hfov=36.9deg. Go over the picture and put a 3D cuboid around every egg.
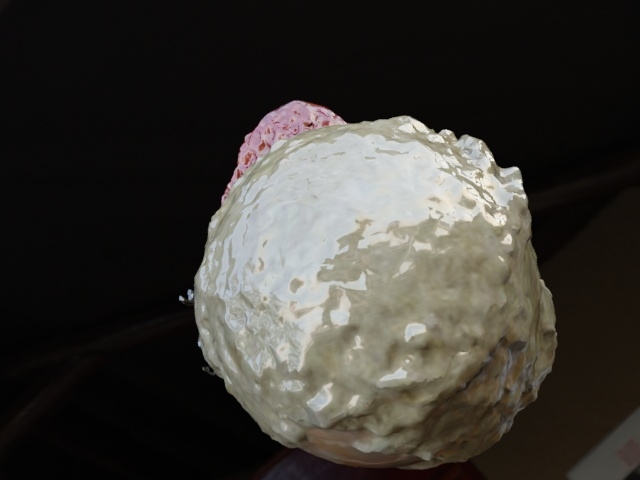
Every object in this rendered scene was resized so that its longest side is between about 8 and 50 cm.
[{"bbox_3d":[0.039,0.034,0.724,0.279,0.310,0.279,-3,-54,-5],"label":"egg"}]

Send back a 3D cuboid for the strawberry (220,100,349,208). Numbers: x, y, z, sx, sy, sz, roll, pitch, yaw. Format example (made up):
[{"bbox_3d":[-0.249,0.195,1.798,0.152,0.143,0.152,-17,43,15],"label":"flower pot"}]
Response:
[{"bbox_3d":[0.006,0.011,1.237,0.292,0.292,0.309,40,-127,-56],"label":"strawberry"}]
